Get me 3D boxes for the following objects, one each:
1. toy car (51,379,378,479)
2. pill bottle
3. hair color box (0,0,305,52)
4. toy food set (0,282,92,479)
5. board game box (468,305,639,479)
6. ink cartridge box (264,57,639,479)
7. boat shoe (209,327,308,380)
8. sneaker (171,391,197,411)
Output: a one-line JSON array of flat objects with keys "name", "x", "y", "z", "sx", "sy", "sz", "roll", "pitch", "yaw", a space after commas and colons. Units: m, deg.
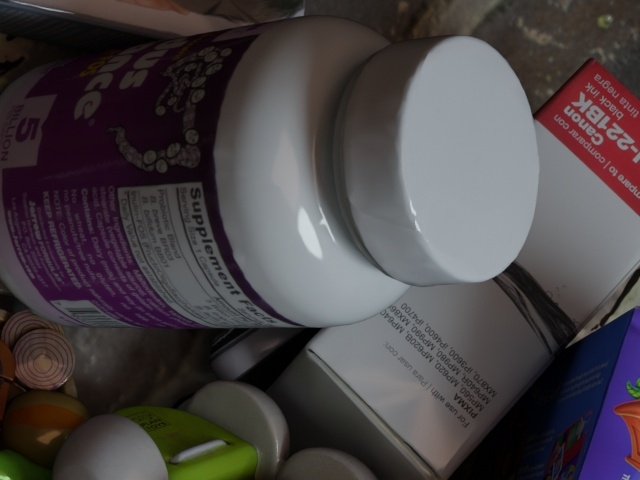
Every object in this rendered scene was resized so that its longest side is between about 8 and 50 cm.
[{"name": "toy car", "x": -0.064, "y": 0.171, "z": 0.914, "sx": 0.159, "sy": 0.182, "sz": 0.136, "roll": -14, "pitch": 129, "yaw": -53}, {"name": "pill bottle", "x": -0.039, "y": -0.035, "z": 0.888, "sx": 0.169, "sy": 0.301, "sz": 0.169, "roll": 5, "pitch": 83, "yaw": -51}, {"name": "hair color box", "x": -0.188, "y": -0.223, "z": 0.946, "sx": 0.374, "sy": 0.113, "sz": 0.185, "roll": 10, "pitch": 86, "yaw": -27}, {"name": "toy food set", "x": -0.192, "y": 0.090, "z": 0.930, "sx": 0.132, "sy": 0.038, "sz": 0.192, "roll": 18, "pitch": 56, "yaw": -21}, {"name": "board game box", "x": 0.141, "y": 0.186, "z": 0.966, "sx": 0.078, "sy": 0.347, "sz": 0.233, "roll": 21, "pitch": 78, "yaw": 0}, {"name": "ink cartridge box", "x": 0.097, "y": 0.040, "z": 1.023, "sx": 0.114, "sy": 0.197, "sz": 0.273, "roll": 43, "pitch": 69, "yaw": 3}, {"name": "boat shoe", "x": 0.000, "y": 0.000, "z": 1.058, "sx": 0.228, "sy": 0.080, "sz": 0.076, "roll": -42, "pitch": 88, "yaw": -19}, {"name": "sneaker", "x": -0.051, "y": 0.212, "z": 1.007, "sx": 0.084, "sy": 0.097, "sz": 0.235, "roll": -3, "pitch": 89, "yaw": -27}]
